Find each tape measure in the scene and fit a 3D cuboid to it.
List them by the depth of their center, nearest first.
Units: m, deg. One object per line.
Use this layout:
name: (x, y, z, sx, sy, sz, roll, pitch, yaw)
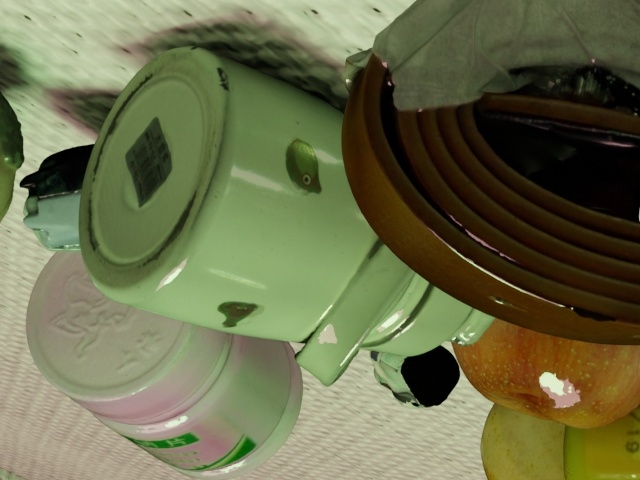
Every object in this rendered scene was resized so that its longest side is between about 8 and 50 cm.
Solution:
tape measure: (-0.166, -0.036, 1.723, 0.182, 0.107, 0.181, -10, 170, 33)

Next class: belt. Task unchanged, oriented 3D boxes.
belt: (0.176, -0.050, 1.235, 0.338, 0.217, 0.122, 15, 170, -9)

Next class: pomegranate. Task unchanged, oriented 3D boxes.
pomegranate: (0.274, 0.217, 2.030, 0.207, 0.207, 0.207, 15, 163, 5)

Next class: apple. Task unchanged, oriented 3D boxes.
apple: (0.208, 0.085, 1.720, 0.201, 0.162, 0.201, 11, 166, 3)

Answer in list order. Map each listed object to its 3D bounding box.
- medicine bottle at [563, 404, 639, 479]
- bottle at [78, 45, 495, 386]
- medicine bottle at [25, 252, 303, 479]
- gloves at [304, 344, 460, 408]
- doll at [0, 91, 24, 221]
medicine bottle: (0.436, 0.198, 1.760, 0.384, 0.224, 0.224, -5, 154, 37)
bottle: (0.000, 0.000, 1.567, 0.351, 0.229, 0.229, 21, 164, -35)
medicine bottle: (-0.166, 0.130, 2.139, 0.212, 0.212, 0.325, 9, 163, 23)
gloves: (0.066, 0.107, 2.052, 0.127, 0.111, 0.212, 21, -168, -32)
doll: (-0.388, -0.052, 1.720, 0.247, 0.247, 0.349, 21, 172, -16)
